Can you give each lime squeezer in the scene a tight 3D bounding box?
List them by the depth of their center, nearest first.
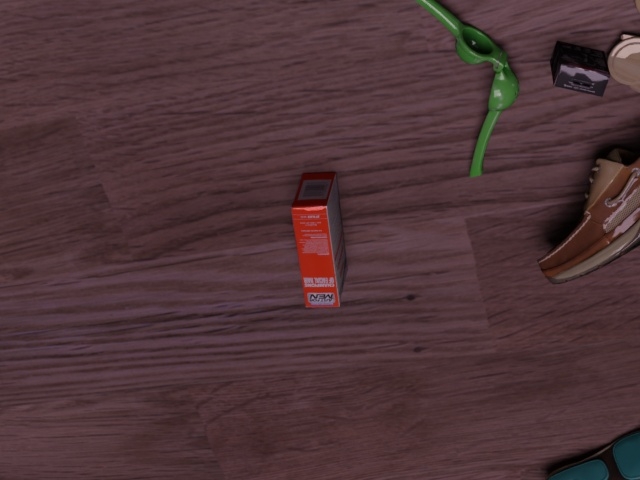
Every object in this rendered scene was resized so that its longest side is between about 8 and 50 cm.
[{"bbox_3d":[0.186,-0.220,1.336,0.110,0.059,0.310,2,132,45],"label":"lime squeezer"}]

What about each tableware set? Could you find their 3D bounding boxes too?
[{"bbox_3d":[0.433,-0.249,1.286,0.141,0.020,0.169,14,124,0],"label":"tableware set"}]

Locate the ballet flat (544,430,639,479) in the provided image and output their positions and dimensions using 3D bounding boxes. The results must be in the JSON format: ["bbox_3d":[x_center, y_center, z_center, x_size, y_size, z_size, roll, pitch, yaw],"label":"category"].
[{"bbox_3d":[0.469,0.361,1.666,0.248,0.086,0.086,-26,116,25],"label":"ballet flat"}]

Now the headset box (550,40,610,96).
[{"bbox_3d":[0.316,-0.208,1.293,0.062,0.083,0.032,12,124,0],"label":"headset box"}]

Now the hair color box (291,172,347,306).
[{"bbox_3d":[0.000,0.000,1.478,0.053,0.093,0.167,-2,123,11],"label":"hair color box"}]

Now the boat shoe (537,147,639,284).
[{"bbox_3d":[0.408,-0.065,1.370,0.324,0.122,0.120,-40,77,32],"label":"boat shoe"}]
